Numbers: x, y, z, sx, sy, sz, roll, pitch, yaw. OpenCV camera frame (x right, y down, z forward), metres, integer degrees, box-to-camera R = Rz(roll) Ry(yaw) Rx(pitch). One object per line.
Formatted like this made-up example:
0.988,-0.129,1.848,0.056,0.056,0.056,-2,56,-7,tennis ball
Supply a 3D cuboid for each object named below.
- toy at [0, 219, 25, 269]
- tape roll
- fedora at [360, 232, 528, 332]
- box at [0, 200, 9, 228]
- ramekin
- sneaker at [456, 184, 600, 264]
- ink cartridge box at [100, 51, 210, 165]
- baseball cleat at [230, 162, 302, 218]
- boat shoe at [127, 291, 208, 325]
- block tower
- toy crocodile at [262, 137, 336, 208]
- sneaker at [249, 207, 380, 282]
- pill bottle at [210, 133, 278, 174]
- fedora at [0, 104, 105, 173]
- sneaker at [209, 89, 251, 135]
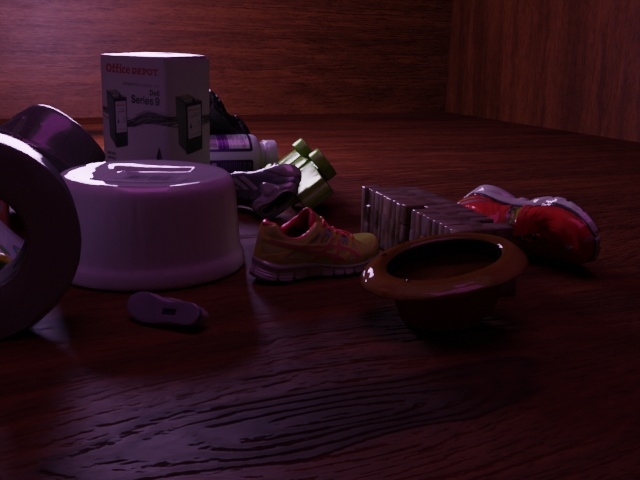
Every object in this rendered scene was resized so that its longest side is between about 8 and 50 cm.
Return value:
-0.417,0.018,0.929,0.056,0.137,0.237,-43,26,-9,toy
-0.366,-0.005,0.770,0.219,0.219,0.072,-5,16,-22,tape roll
0.146,0.053,0.857,0.194,0.079,0.194,-9,20,3,fedora
-0.621,-0.054,1.079,0.300,0.142,0.154,-4,16,-21,box
-0.247,-0.033,1.051,0.277,0.135,0.277,1,15,0,ramekin
0.300,-0.007,1.136,0.118,0.107,0.279,-28,24,-26,sneaker
-0.337,-0.234,1.499,0.211,0.289,0.121,12,18,36,ink cartridge box
-0.132,-0.085,1.384,0.206,0.072,0.109,-17,47,31,baseball cleat
-0.173,0.081,0.840,0.100,0.035,0.035,4,-13,23,boat shoe
0.164,-0.010,1.093,0.097,0.091,0.335,-3,16,-20,block tower
-0.034,-0.127,1.511,0.115,0.105,0.340,-39,22,0,toy crocodile
0.000,0.000,1.030,0.208,0.094,0.081,-7,16,-35,sneaker
-0.201,-0.194,1.714,0.193,0.108,0.108,-3,15,-19,pill bottle
-0.492,-0.156,1.301,0.275,0.124,0.244,12,-24,29,fedora
-0.249,-0.253,1.793,0.130,0.286,0.109,-32,52,11,sneaker
